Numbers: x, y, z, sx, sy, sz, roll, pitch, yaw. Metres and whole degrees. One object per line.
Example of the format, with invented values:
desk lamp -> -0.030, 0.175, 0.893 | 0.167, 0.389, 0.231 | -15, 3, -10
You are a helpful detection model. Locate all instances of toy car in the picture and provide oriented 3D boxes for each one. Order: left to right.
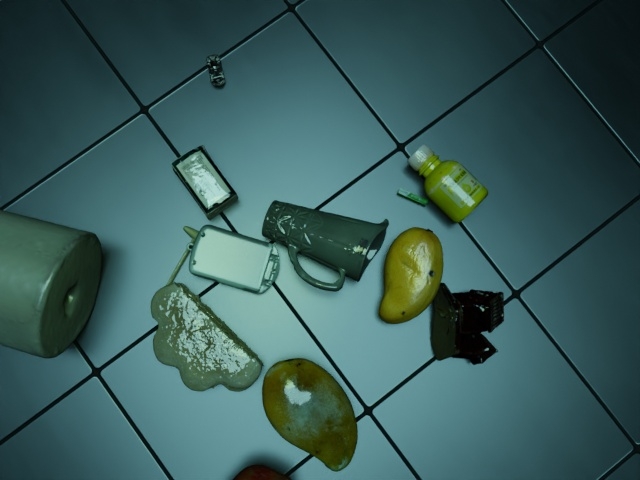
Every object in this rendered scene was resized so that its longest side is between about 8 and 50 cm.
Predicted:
toy car -> -0.287, -0.464, 1.809 | 0.041, 0.025, 0.093 | -13, 79, -2

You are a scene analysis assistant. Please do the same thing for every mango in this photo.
mango -> -0.018, 0.429, 1.633 | 0.192, 0.146, 0.316 | -37, 94, -3
mango -> 0.232, 0.093, 1.699 | 0.157, 0.109, 0.262 | 20, 93, 23

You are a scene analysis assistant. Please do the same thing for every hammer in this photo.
hammer -> -0.377, 0.055, 1.734 | 0.060, 0.028, 0.195 | 28, 83, 7

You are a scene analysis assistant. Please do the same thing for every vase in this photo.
vase -> 0.000, 0.000, 1.694 | 0.300, 0.156, 0.251 | 20, 63, 7

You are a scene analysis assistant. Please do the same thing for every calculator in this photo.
calculator -> -0.227, 0.048, 1.714 | 0.246, 0.045, 0.141 | 17, 83, -7

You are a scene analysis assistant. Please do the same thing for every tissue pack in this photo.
tissue pack -> -0.303, -0.153, 1.732 | 0.103, 0.090, 0.170 | -35, 86, -6

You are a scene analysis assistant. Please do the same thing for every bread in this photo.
bread -> -0.310, 0.265, 1.666 | 0.337, 0.102, 0.183 | 43, 83, 5

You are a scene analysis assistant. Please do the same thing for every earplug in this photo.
earplug -> -0.768, 0.082, 1.582 | 0.393, 0.312, 0.313 | 15, 82, 4

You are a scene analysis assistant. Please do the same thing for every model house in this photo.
model house -> 0.383, 0.217, 1.700 | 0.164, 0.141, 0.203 | 0, 102, -21

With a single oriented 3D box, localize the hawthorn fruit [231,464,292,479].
hawthorn fruit -> -0.166, 0.646, 1.538 | 0.208, 0.248, 0.208 | 6, 102, 28

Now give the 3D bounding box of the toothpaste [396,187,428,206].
toothpaste -> 0.247, -0.116, 1.779 | 0.083, 0.020, 0.017 | 24, 80, 2

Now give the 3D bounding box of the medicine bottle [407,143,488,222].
medicine bottle -> 0.325, -0.158, 1.736 | 0.122, 0.122, 0.212 | -44, 86, -7
